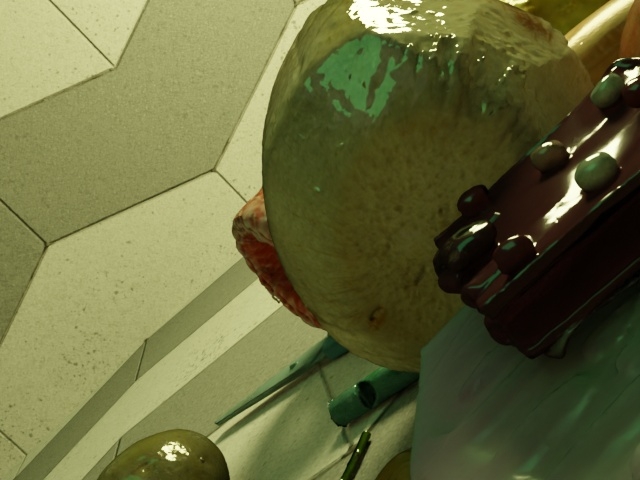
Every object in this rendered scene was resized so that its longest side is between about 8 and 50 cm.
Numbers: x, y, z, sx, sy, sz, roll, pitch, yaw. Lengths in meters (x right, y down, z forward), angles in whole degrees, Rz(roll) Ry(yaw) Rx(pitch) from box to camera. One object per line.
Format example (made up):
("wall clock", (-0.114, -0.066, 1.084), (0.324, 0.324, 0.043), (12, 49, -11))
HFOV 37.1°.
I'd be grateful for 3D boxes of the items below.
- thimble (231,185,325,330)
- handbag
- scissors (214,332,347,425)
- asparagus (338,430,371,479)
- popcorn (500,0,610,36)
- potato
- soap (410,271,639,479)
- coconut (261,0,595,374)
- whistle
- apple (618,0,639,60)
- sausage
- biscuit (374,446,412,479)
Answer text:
("thimble", (0.000, 0.000, 1.330), (0.162, 0.239, 0.239), (-43, 10, -19))
("handbag", (0.167, -0.030, 0.614), (0.216, 0.074, 0.203), (-40, 10, 7))
("scissors", (-0.007, 0.168, 1.404), (0.447, 0.029, 0.193), (-38, 12, 27))
("asparagus", (0.020, 0.263, 1.006), (0.016, 0.016, 0.163), (-2, 35, 33))
("popcorn", (0.426, -0.437, 1.622), (0.292, 0.293, 0.334), (63, 145, 41))
("potato", (-0.203, 0.326, 1.218), (0.177, 0.160, 0.235), (-8, -11, -10))
("soap", (0.198, 0.122, 0.527), (0.261, 0.156, 0.446), (-44, 12, -3))
("coconut", (0.117, -0.073, 0.952), (0.344, 0.415, 0.415), (-20, 17, 11))
("whistle", (0.086, 0.157, 1.100), (0.186, 0.039, 0.039), (-37, 13, 27))
("apple", (0.362, -0.149, 0.745), (0.253, 0.253, 0.253), (-42, 11, 10))
("sausage", (0.462, -0.311, 1.284), (0.354, 0.116, 0.134), (-39, -7, 16))
("biscuit", (0.089, 0.228, 0.811), (0.203, 0.041, 0.260), (-38, 11, 26))
